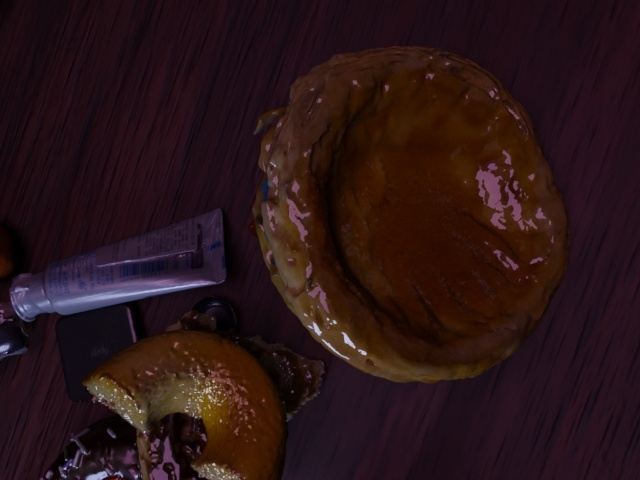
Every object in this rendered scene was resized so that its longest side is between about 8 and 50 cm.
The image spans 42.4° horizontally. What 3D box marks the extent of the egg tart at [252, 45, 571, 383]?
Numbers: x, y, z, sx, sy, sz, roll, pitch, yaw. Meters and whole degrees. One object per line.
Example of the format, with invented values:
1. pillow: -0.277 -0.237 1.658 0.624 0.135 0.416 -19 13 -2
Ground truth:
1. egg tart: 0.096 -0.029 0.916 0.388 0.169 0.387 5 75 -20

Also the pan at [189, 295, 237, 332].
1. pan: -0.161 0.116 1.088 0.115 0.023 0.068 -23 84 9

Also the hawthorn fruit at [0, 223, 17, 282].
1. hawthorn fruit: -0.462 0.012 1.147 0.081 0.081 0.093 -11 56 13

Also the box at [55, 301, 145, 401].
1. box: -0.295 0.149 1.123 0.126 0.027 0.125 -16 82 14

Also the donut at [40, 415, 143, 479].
1. donut: -0.247 0.358 1.063 0.270 0.103 0.269 -1 86 14

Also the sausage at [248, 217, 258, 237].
1. sausage: 0.000 0.000 1.023 0.179 0.089 0.089 26 94 8

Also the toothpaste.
1. toothpaste: -0.264 0.041 1.095 0.299 0.073 0.114 -15 54 11

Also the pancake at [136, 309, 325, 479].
1. pancake: -0.107 0.212 1.024 0.245 0.057 0.266 -9 74 -16

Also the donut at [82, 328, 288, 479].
1. donut: -0.128 0.179 0.954 0.259 0.101 0.152 34 62 1

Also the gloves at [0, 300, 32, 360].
1. gloves: -0.470 0.128 1.133 0.144 0.094 0.110 5 114 -7
